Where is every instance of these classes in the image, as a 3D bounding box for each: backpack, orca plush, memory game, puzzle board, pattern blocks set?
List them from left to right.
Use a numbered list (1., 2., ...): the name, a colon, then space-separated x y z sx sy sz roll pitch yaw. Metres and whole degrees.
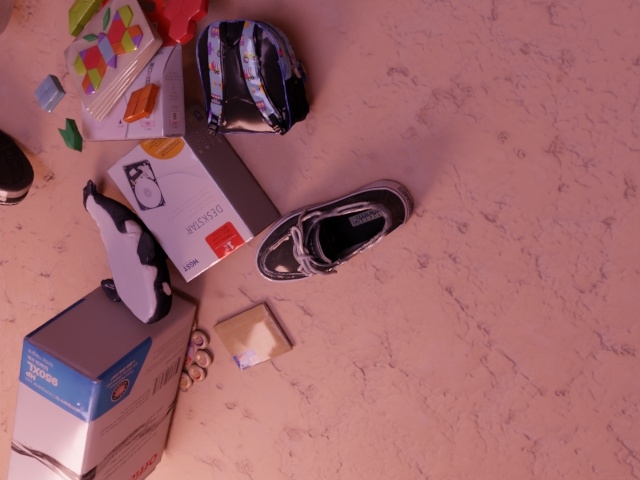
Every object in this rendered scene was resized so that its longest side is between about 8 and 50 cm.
1. pattern blocks set: -0.324 -0.295 1.736 0.285 0.026 0.325 46 107 36
2. orca plush: -0.316 0.022 1.926 0.287 0.102 0.151 43 119 34
3. memory game: -0.278 0.191 2.047 0.186 0.012 0.186 12 118 23
4. backpack: -0.102 -0.252 1.671 0.158 0.117 0.173 2 115 28
5. puzzle board: -0.118 0.169 1.950 0.128 0.011 0.096 -26 100 36

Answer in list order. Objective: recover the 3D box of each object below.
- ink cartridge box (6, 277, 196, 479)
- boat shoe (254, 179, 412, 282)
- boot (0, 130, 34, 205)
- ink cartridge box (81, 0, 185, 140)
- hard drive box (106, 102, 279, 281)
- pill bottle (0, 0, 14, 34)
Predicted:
1. ink cartridge box: -0.392 0.294 1.974 0.166 0.285 0.395 26 123 17
2. boat shoe: 0.002 0.004 1.745 0.306 0.105 0.113 -19 103 34
3. boot: -0.702 -0.091 2.067 0.377 0.138 0.284 25 125 12
4. ink cartridge box: -0.297 -0.273 1.746 0.189 0.066 0.233 2 99 38
5. hard drive box: -0.209 -0.077 1.832 0.181 0.089 0.232 -34 95 37
6. pill bottle: -0.652 -0.426 1.827 0.271 0.152 0.152 13 120 4
